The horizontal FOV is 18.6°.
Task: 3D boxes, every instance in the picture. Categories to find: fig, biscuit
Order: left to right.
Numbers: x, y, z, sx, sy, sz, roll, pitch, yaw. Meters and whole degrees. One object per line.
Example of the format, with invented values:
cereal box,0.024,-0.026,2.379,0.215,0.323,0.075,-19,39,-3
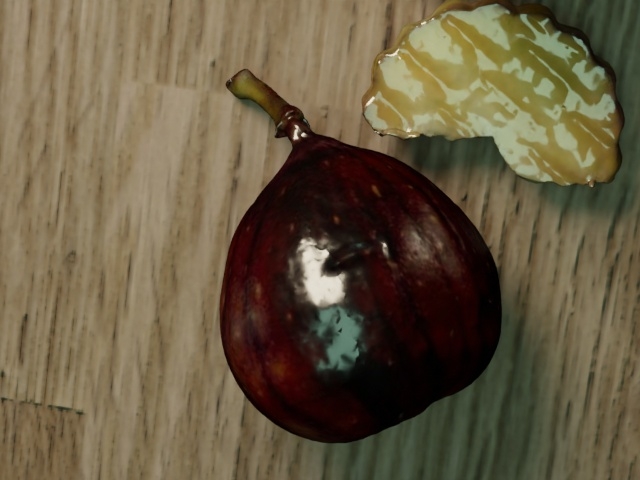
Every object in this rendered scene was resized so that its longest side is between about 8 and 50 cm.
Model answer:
fig,0.016,0.003,1.296,0.186,0.204,0.249,-9,98,27
biscuit,0.128,-0.106,1.335,0.183,0.061,0.118,19,101,0
